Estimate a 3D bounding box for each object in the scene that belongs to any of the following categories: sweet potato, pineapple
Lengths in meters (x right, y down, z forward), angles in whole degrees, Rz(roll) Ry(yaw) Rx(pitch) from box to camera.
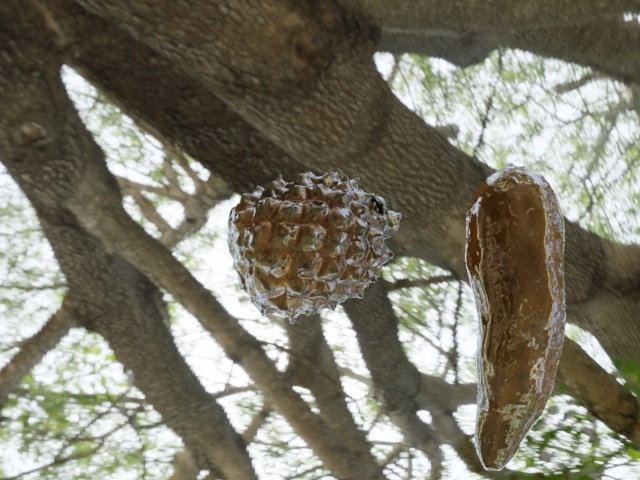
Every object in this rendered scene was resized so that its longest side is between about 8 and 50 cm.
[{"bbox_3d":[0.179,0.067,0.938,0.098,0.097,0.291,1,-98,22],"label":"sweet potato"},{"bbox_3d":[0.000,0.000,1.082,0.193,0.166,0.166,-15,-110,-14],"label":"pineapple"}]
